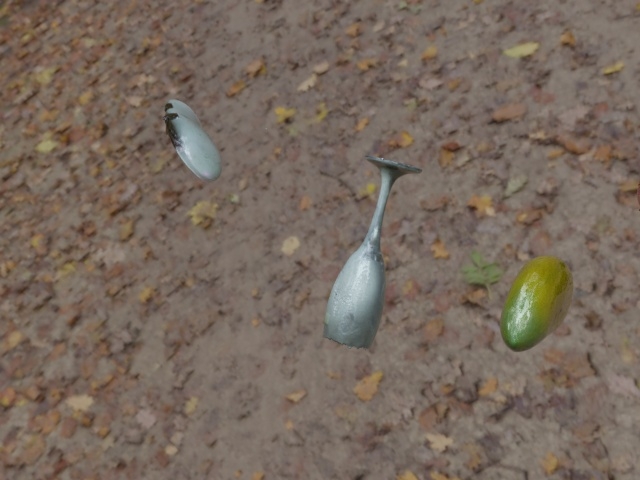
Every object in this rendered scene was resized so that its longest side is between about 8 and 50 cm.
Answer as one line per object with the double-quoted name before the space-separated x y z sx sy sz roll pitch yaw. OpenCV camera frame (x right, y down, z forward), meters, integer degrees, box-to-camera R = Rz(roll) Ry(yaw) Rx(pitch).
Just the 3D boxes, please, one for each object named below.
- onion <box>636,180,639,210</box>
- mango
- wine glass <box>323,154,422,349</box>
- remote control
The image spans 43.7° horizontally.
"onion" 0.753 -0.132 1.712 0.184 0.184 0.147 -29 70 3
"mango" 0.352 0.097 1.298 0.091 0.137 0.237 12 14 23
"wine glass" 0.000 0.000 1.311 0.096 0.264 0.310 -122 47 -83
"remote control" -0.189 -0.154 1.176 0.045 0.097 0.256 -40 31 5
